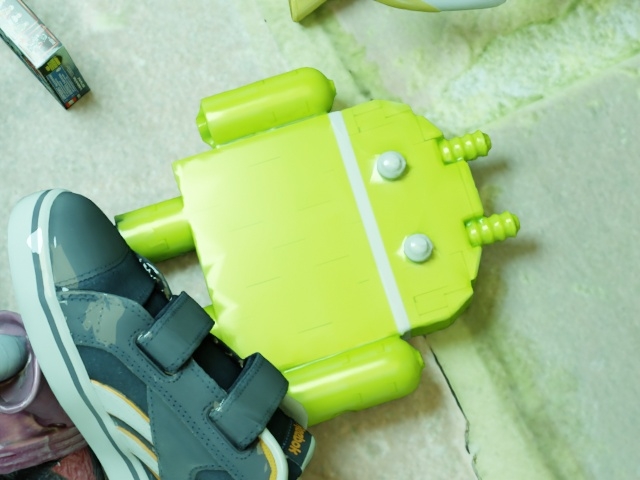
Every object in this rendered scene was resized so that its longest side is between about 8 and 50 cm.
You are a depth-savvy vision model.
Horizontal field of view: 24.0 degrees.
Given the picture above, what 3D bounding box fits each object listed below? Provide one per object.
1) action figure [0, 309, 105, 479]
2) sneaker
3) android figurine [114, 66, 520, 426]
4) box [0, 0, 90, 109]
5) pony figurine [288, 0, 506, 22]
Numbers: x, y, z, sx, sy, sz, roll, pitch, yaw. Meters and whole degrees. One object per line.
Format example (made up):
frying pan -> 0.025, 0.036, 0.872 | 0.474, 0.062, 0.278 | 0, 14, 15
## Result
action figure -> -0.254, 0.088, 1.017 | 0.370, 0.248, 0.276 | 41, 39, -1
sneaker -> -0.081, 0.102, 0.955 | 0.127, 0.126, 0.321 | -18, 106, 16
android figurine -> 0.000, 0.000, 1.054 | 0.273, 0.056, 0.248 | -16, 76, 1
box -> -0.227, -0.163, 1.084 | 0.027, 0.094, 0.137 | -42, 78, -7
pony figurine -> 0.142, -0.323, 1.038 | 0.363, 0.303, 0.351 | -8, 109, -2
